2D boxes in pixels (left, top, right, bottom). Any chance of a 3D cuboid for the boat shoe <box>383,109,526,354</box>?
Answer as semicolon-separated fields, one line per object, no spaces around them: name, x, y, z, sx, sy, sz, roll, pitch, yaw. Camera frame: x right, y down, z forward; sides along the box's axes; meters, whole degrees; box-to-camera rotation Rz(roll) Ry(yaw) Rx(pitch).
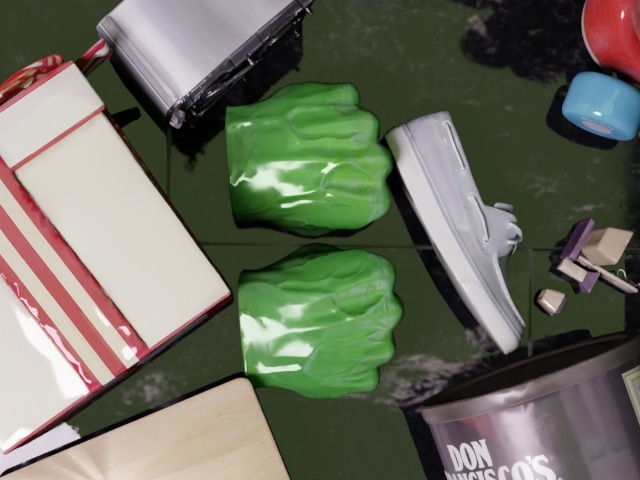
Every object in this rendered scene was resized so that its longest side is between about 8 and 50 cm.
boat shoe;0.138;-0.012;1.355;0.081;0.079;0.228;-27;85;0

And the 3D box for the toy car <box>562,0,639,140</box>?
toy car;0.343;-0.185;1.296;0.210;0.238;0.219;24;86;-1

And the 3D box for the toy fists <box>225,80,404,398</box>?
toy fists;0.000;0.000;1.342;0.142;0.096;0.279;-4;89;7

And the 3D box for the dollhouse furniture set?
dollhouse furniture set;0.259;0.038;1.343;0.081;0.114;0.091;30;83;-5

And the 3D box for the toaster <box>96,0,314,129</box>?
toaster;-0.097;-0.183;1.301;0.168;0.185;0.110;-42;94;-4

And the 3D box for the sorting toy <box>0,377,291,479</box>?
sorting toy;-0.134;0.282;1.320;0.257;0.089;0.256;-22;88;-3

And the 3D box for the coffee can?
coffee can;0.224;0.236;1.285;0.201;0.201;0.275;-19;88;-4

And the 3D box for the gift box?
gift box;-0.223;-0.002;1.245;0.255;0.276;0.258;-36;88;-9
